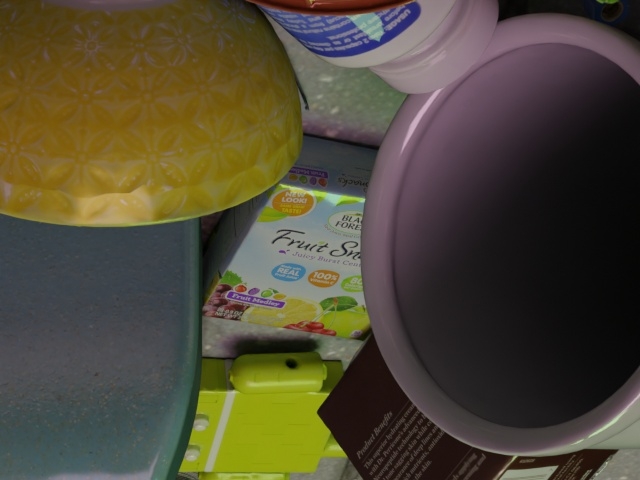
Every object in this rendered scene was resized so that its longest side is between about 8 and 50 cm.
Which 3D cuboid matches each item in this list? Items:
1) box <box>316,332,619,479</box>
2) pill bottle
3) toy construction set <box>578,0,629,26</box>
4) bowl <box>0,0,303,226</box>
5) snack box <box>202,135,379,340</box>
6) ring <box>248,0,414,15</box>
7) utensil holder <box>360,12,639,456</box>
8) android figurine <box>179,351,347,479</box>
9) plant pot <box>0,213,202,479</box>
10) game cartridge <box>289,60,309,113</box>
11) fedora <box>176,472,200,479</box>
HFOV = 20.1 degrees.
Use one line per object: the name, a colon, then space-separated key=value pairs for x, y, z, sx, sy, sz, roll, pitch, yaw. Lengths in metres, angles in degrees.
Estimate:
box: x=0.142 y=0.178 z=1.732 sx=0.167 sy=0.203 sz=0.168 roll=2 pitch=133 yaw=-45
pill bottle: x=0.012 y=-0.218 z=1.297 sx=0.152 sy=0.152 sz=0.272 roll=-27 pitch=140 yaw=24
toy construction set: x=0.161 y=-0.269 z=1.245 sx=0.327 sy=0.151 sz=0.215 roll=10 pitch=127 yaw=-45
bowl: x=-0.152 y=-0.144 z=1.301 sx=0.289 sy=0.289 sz=0.156 roll=-1 pitch=120 yaw=-9
snack box: x=0.000 y=0.000 z=1.660 sx=0.174 sy=0.070 sz=0.207 roll=9 pitch=139 yaw=-21
ring: x=-0.005 y=-0.301 z=1.100 sx=0.336 sy=0.032 sz=0.337 roll=6 pitch=110 yaw=17
utensil holder: x=0.281 y=0.011 z=1.457 sx=0.385 sy=0.328 sz=0.327 roll=7 pitch=144 yaw=-43
android figurine: x=-0.073 y=0.192 z=1.921 sx=0.272 sy=0.056 sz=0.248 roll=2 pitch=143 yaw=-15
plant pot: x=-0.214 y=0.103 z=1.544 sx=0.247 sy=0.252 sz=0.247 roll=-5 pitch=166 yaw=-4
game cartridge: x=-0.046 y=-0.129 z=1.523 sx=0.056 sy=0.017 sz=0.083 roll=-16 pitch=143 yaw=6
fedora: x=-0.214 y=0.353 z=2.053 sx=0.243 sy=0.124 sz=0.275 roll=0 pitch=143 yaw=-11
